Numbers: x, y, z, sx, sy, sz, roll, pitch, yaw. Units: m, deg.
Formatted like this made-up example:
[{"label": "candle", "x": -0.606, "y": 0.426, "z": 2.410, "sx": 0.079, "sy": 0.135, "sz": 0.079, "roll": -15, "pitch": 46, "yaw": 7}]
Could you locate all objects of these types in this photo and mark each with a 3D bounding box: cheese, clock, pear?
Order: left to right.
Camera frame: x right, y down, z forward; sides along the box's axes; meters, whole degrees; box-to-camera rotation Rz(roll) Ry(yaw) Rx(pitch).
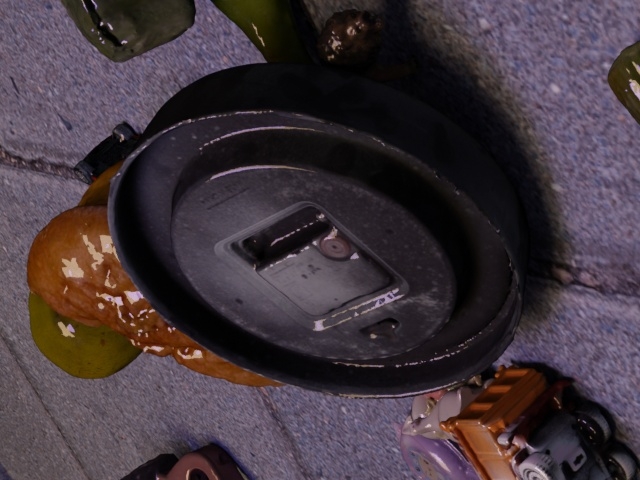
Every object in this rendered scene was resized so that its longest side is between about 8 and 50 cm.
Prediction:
[{"label": "pear", "x": -0.306, "y": 0.089, "z": 2.165, "sx": 0.198, "sy": 0.198, "sz": 0.198, "roll": 40, "pitch": 153, "yaw": 25}, {"label": "clock", "x": 0.000, "y": 0.000, "z": 1.440, "sx": 0.386, "sy": 0.076, "sz": 0.386, "roll": 12, "pitch": 142, "yaw": 10}, {"label": "cheese", "x": 0.150, "y": 0.250, "z": 1.764, "sx": 0.191, "sy": 0.042, "sz": 0.105, "roll": 23, "pitch": 144, "yaw": 43}]

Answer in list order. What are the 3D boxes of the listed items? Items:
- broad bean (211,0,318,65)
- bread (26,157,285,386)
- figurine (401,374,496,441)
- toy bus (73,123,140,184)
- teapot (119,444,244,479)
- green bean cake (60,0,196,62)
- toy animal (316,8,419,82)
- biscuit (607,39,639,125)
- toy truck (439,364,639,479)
[{"label": "broad bean", "x": -0.049, "y": -0.222, "z": 1.462, "sx": 0.318, "sy": 0.056, "sz": 0.098, "roll": 47, "pitch": 134, "yaw": -7}, {"label": "bread", "x": -0.133, "y": 0.011, "z": 1.700, "sx": 0.340, "sy": 0.194, "sz": 0.179, "roll": 21, "pitch": 134, "yaw": 10}, {"label": "figurine", "x": 0.135, "y": 0.163, "z": 1.661, "sx": 0.146, "sy": 0.081, "sz": 0.098, "roll": 5, "pitch": 85, "yaw": 64}, {"label": "toy bus", "x": -0.207, "y": -0.072, "z": 1.906, "sx": 0.195, "sy": 0.081, "sz": 0.089, "roll": 18, "pitch": 148, "yaw": 50}, {"label": "teapot", "x": -0.199, "y": 0.505, "z": 2.471, "sx": 0.361, "sy": 0.306, "sz": 0.376, "roll": 52, "pitch": 128, "yaw": 17}, {"label": "green bean cake", "x": -0.205, "y": -0.286, "z": 1.482, "sx": 0.222, "sy": 0.125, "sz": 0.227, "roll": 65, "pitch": 173, "yaw": -18}, {"label": "toy animal", "x": 0.036, "y": -0.125, "z": 1.397, "sx": 0.069, "sy": 0.086, "sz": 0.219, "roll": 40, "pitch": 150, "yaw": 36}, {"label": "biscuit", "x": 0.319, "y": -0.013, "z": 1.122, "sx": 0.322, "sy": 0.038, "sz": 0.099, "roll": 52, "pitch": 153, "yaw": 0}, {"label": "toy truck", "x": 0.236, "y": 0.255, "z": 1.535, "sx": 0.135, "sy": 0.114, "sz": 0.270, "roll": -9, "pitch": 116, "yaw": 59}]
